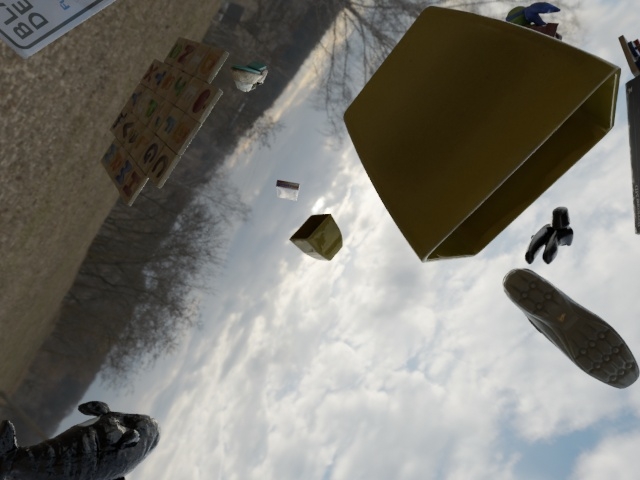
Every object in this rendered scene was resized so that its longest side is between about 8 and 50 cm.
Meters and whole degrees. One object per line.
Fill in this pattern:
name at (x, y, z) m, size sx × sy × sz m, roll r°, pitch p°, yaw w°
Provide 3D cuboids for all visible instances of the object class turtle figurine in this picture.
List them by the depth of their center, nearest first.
turtle figurine at (0.446, -0.351, 0.951) m, size 0.198 × 0.266 × 0.275 m, roll -29°, pitch -176°, yaw -28°

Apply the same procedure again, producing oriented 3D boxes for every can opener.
can opener at (0.373, 0.000, 0.721) m, size 0.059 × 0.073 × 0.186 m, roll -11°, pitch -167°, yaw 44°

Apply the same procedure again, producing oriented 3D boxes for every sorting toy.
sorting toy at (0.801, -0.428, 1.068) m, size 0.046 × 0.132 × 0.274 m, roll -29°, pitch -134°, yaw 46°

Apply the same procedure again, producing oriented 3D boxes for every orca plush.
orca plush at (-0.333, 0.296, 0.664) m, size 0.102 × 0.287 × 0.151 m, roll -31°, pitch -129°, yaw 11°

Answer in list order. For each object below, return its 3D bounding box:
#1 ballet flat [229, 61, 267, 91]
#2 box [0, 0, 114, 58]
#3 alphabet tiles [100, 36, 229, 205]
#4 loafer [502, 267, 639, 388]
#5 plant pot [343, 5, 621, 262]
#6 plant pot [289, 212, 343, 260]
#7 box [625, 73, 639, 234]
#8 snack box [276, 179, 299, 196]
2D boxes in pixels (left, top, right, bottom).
ballet flat at (-0.185, -0.422, 1.131) m, size 0.206 × 0.073 × 0.067 m, roll -62°, pitch 172°, yaw -64°
box at (-0.147, -0.270, 0.279) m, size 0.290 × 0.169 × 0.087 m, roll -24°, pitch -127°, yaw 10°
alphabet tiles at (-0.283, -0.220, 0.754) m, size 0.285 × 0.011 × 0.342 m, roll -55°, pitch -136°, yaw 3°
loafer at (0.534, 0.179, 0.942) m, size 0.112 × 0.319 × 0.111 m, roll -46°, pitch 169°, yaw 13°
plant pot at (0.154, -0.117, 0.476) m, size 0.212 × 0.212 × 0.187 m, roll -50°, pitch -115°, yaw 22°
plant pot at (0.000, 0.000, 0.939) m, size 0.081 × 0.083 × 0.081 m, roll -48°, pitch -156°, yaw -23°
box at (0.730, -0.183, 0.783) m, size 0.312 × 0.179 × 0.343 m, roll -6°, pitch 93°, yaw -80°
snack box at (-0.097, -0.144, 1.269) m, size 0.178 × 0.064 × 0.022 m, roll 146°, pitch -46°, yaw -83°
